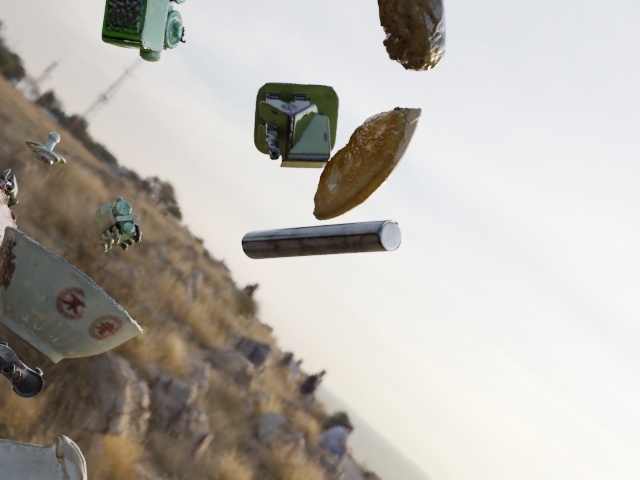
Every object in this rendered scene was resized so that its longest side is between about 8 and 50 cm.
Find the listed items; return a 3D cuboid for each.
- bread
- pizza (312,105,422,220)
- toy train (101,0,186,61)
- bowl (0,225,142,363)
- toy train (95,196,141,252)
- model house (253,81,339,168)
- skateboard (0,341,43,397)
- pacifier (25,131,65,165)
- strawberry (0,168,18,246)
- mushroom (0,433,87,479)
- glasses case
[{"bbox_3d":[0.165,-0.421,1.573,0.123,0.230,0.230,-1,-16,9],"label":"bread"},{"bbox_3d":[0.102,-0.186,2.048,0.074,0.365,0.182,27,21,-35],"label":"pizza"},{"bbox_3d":[-0.367,-0.506,1.838,0.132,0.243,0.188,11,6,16],"label":"toy train"},{"bbox_3d":[-0.528,0.138,1.703,0.337,0.157,0.337,33,-17,12],"label":"bowl"},{"bbox_3d":[-0.523,-0.041,2.239,0.194,0.081,0.125,-23,-102,58],"label":"toy train"},{"bbox_3d":[-0.048,-0.248,2.137,0.278,0.218,0.204,-103,-165,-59],"label":"model house"},{"bbox_3d":[-0.609,0.263,1.731,0.080,0.067,0.151,36,-18,43],"label":"skateboard"},{"bbox_3d":[-0.526,-0.183,1.685,0.083,0.064,0.068,31,-21,-26],"label":"pacifier"},{"bbox_3d":[-0.824,-0.042,2.170,0.188,0.106,0.286,98,-11,-62],"label":"strawberry"},{"bbox_3d":[-0.549,0.352,1.249,0.407,0.154,0.137,7,29,-22],"label":"mushroom"},{"bbox_3d":[0.000,0.000,1.686,0.299,0.060,0.114,-4,-1,26],"label":"glasses case"}]
